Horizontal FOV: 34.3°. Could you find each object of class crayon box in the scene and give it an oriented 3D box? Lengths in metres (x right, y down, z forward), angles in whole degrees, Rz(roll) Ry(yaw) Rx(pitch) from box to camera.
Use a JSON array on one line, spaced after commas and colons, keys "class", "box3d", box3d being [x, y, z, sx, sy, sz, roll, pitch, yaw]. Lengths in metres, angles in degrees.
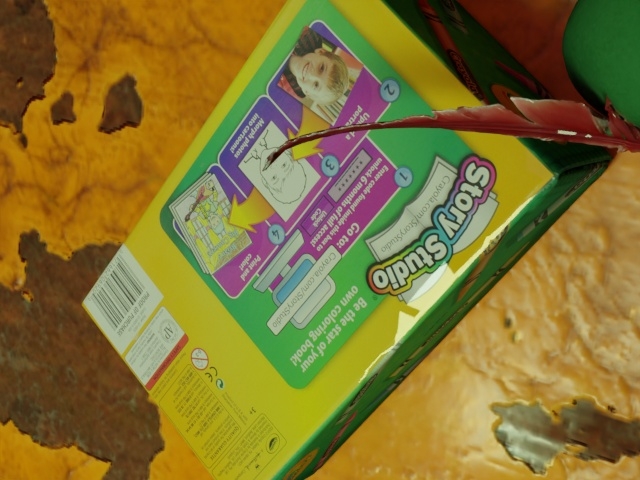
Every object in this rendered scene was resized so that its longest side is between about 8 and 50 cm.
[{"class": "crayon box", "box3d": [0.000, 0.000, 0.573, 0.165, 0.081, 0.278, 49, 120, 17]}]

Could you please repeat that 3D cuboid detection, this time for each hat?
[{"class": "hat", "box3d": [0.132, -0.062, 0.452, 0.208, 0.173, 0.183, 38, 145, -9]}]
